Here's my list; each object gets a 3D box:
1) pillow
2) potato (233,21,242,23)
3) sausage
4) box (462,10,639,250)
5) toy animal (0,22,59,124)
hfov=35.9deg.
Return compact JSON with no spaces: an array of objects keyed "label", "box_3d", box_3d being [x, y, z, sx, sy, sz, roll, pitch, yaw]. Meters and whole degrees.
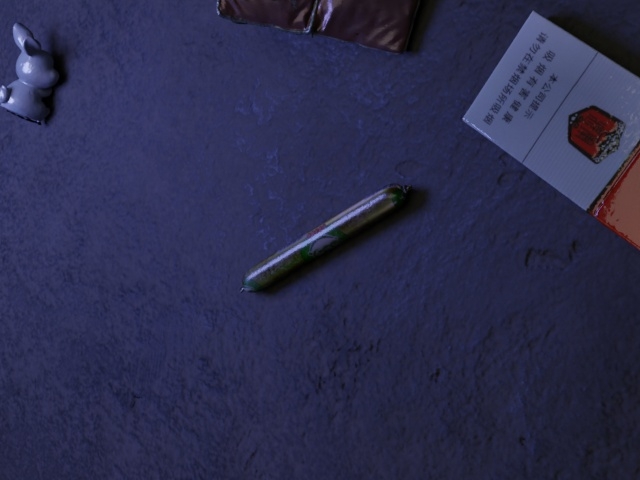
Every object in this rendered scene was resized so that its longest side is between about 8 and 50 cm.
[{"label":"pillow","box_3d":[0.002,-0.292,1.114,0.232,0.043,0.126,12,105,5]},{"label":"potato","box_3d":[-0.079,-0.390,1.182,0.269,0.112,0.255,7,105,14]},{"label":"sausage","box_3d":[0.000,0.000,1.159,0.269,0.032,0.033,-31,70,29]},{"label":"box","box_3d":[0.269,-0.110,0.979,0.245,0.035,0.139,44,111,29]},{"label":"toy animal","box_3d":[-0.426,-0.241,1.448,0.071,0.085,0.124,37,103,48]}]
